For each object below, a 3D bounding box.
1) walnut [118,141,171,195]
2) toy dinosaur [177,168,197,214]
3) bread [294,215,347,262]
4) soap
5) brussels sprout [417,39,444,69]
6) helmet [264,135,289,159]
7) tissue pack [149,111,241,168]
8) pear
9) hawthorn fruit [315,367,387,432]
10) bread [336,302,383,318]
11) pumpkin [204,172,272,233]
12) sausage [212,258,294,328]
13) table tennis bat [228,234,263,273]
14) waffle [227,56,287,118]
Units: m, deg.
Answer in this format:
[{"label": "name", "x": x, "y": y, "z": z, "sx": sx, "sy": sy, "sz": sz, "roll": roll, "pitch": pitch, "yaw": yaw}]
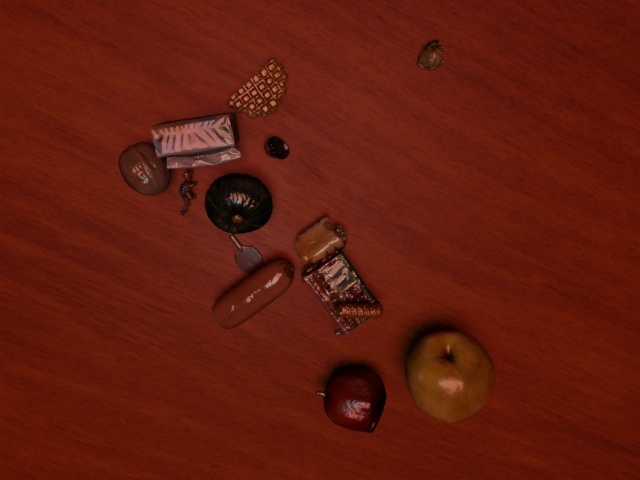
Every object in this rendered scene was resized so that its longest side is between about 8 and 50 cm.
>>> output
[{"label": "walnut", "x": -0.533, "y": -0.217, "z": 1.328, "sx": 0.140, "sy": 0.140, "sz": 0.162, "roll": -22, "pitch": 118, "yaw": 2}, {"label": "toy dinosaur", "x": -0.427, "y": -0.155, "z": 1.392, "sx": 0.055, "sy": 0.049, "sz": 0.154, "roll": 10, "pitch": 98, "yaw": -9}, {"label": "bread", "x": 0.000, "y": 0.000, "z": 1.432, "sx": 0.177, "sy": 0.084, "sz": 0.119, "roll": -33, "pitch": 68, "yaw": 7}, {"label": "soap", "x": 0.073, "y": 0.165, "z": 1.480, "sx": 0.218, "sy": 0.098, "sz": 0.273, "roll": -34, "pitch": 104, "yaw": 6}, {"label": "brussels sprout", "x": 0.343, "y": -0.570, "z": 1.330, "sx": 0.085, "sy": 0.058, "sz": 0.085, "roll": 0, "pitch": 90, "yaw": -12}, {"label": "helmet", "x": -0.145, "y": -0.289, "z": 1.375, "sx": 0.084, "sy": 0.049, "sz": 0.065, "roll": 34, "pitch": 67, "yaw": -37}, {"label": "tissue pack", "x": -0.362, "y": -0.295, "z": 1.307, "sx": 0.230, "sy": 0.159, "sz": 0.145, "roll": -9, "pitch": 109, "yaw": -1}, {"label": "pear", "x": 0.438, "y": 0.459, "z": 1.478, "sx": 0.315, "sy": 0.314, "sz": 0.314, "roll": -1, "pitch": 104, "yaw": -3}, {"label": "hawthorn fruit", "x": 0.107, "y": 0.554, "z": 1.532, "sx": 0.250, "sy": 0.215, "sz": 0.215, "roll": 1, "pitch": 105, "yaw": 10}, {"label": "bread", "x": 0.129, "y": 0.230, "z": 1.426, "sx": 0.157, "sy": 0.044, "sz": 0.052, "roll": 2, "pitch": 95, "yaw": -7}, {"label": "pumpkin", "x": -0.255, "y": -0.115, "z": 1.361, "sx": 0.212, "sy": 0.152, "sz": 0.211, "roll": 3, "pitch": 139, "yaw": 3}, {"label": "sausage", "x": -0.219, "y": 0.174, "z": 1.454, "sx": 0.304, "sy": 0.121, "sz": 0.121, "roll": -37, "pitch": 103, "yaw": 7}, {"label": "table tennis bat", "x": -0.258, "y": 0.046, "z": 1.475, "sx": 0.087, "sy": 0.013, "sz": 0.156, "roll": -33, "pitch": 106, "yaw": 8}, {"label": "waffle", "x": -0.188, "y": -0.467, "z": 1.328, "sx": 0.161, "sy": 0.046, "sz": 0.191, "roll": 17, "pitch": 102, "yaw": -8}]
